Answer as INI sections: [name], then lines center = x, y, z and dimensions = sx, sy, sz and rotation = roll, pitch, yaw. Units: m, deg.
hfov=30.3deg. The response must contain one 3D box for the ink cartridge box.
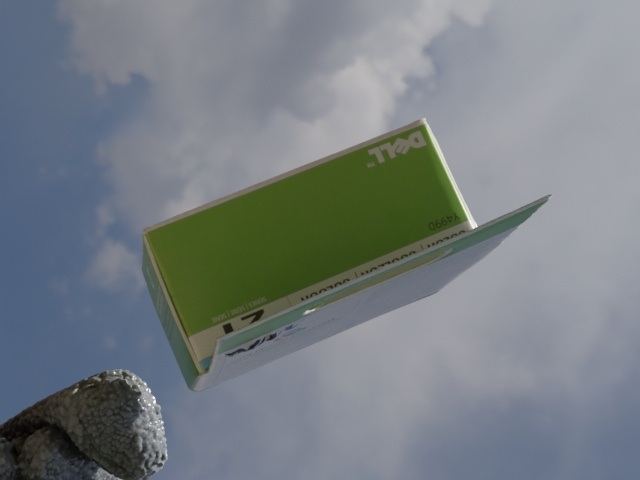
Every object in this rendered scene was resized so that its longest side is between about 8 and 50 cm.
[ink cartridge box]
center = 0.000, 0.000, 0.681
dimensions = 0.255, 0.189, 0.097
rotation = 123, -56, -75

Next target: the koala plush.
[koala plush]
center = -0.184, 0.228, 0.819
dimensions = 0.221, 0.196, 0.203
rotation = 66, -21, 5
